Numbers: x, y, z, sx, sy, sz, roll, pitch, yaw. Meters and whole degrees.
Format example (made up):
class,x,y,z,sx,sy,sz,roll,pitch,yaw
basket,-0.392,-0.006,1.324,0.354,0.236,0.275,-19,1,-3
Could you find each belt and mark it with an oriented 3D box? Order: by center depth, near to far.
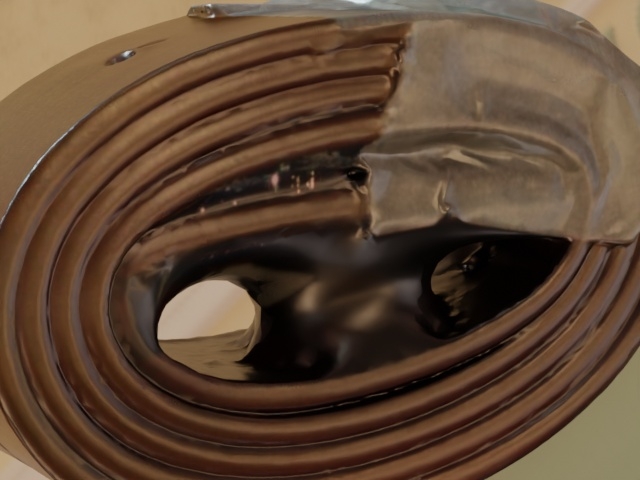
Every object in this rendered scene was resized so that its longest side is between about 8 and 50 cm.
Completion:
class,x,y,z,sx,sy,sz,roll,pitch,yaw
belt,0.000,0.000,0.698,0.339,0.122,0.217,-14,-77,-28
